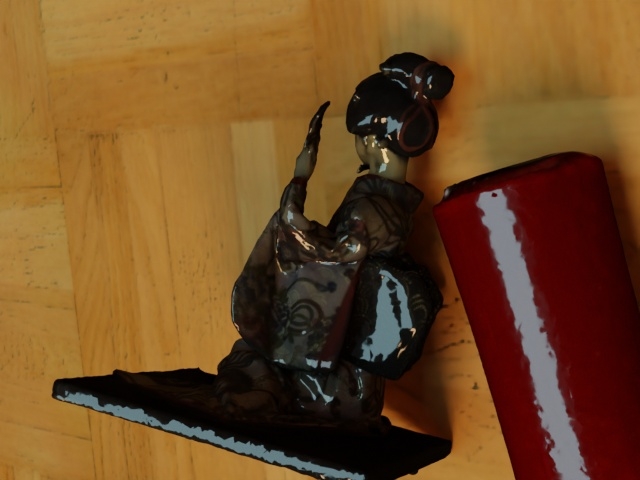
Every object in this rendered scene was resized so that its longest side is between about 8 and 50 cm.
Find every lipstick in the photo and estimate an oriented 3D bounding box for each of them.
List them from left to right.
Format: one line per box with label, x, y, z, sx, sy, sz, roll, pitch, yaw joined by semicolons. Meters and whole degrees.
lipstick;0.115;0.084;0.527;0.080;0.080;0.241;-17;87;45

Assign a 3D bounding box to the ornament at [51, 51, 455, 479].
ornament;0.000;0.000;0.592;0.153;0.166;0.196;15;91;19
